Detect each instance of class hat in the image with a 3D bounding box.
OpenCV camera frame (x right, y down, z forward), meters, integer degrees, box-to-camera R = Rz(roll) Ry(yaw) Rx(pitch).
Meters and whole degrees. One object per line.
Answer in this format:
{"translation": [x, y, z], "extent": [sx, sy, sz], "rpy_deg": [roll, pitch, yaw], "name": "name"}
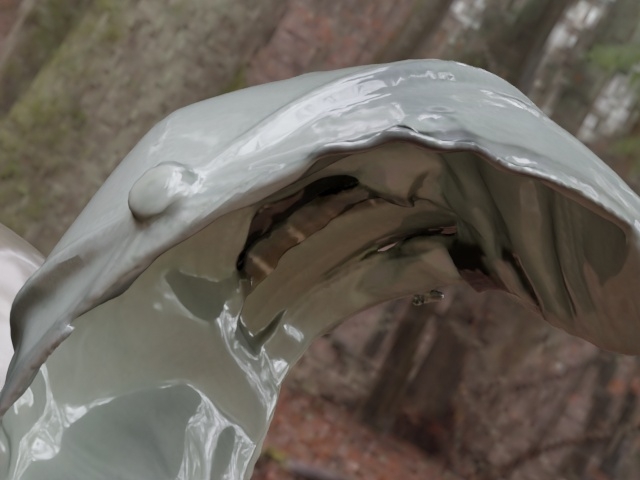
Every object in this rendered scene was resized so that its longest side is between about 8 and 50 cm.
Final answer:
{"translation": [0.003, 0.006, 0.638], "extent": [0.168, 0.257, 0.301], "rpy_deg": [59, 10, -9], "name": "hat"}

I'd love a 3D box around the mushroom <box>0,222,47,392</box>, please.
{"translation": [-0.246, 0.136, 0.758], "extent": [0.362, 0.294, 0.362], "rpy_deg": [34, 27, -19], "name": "mushroom"}
